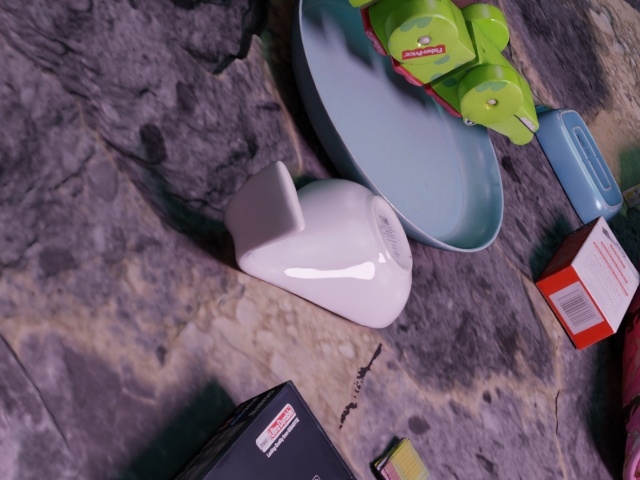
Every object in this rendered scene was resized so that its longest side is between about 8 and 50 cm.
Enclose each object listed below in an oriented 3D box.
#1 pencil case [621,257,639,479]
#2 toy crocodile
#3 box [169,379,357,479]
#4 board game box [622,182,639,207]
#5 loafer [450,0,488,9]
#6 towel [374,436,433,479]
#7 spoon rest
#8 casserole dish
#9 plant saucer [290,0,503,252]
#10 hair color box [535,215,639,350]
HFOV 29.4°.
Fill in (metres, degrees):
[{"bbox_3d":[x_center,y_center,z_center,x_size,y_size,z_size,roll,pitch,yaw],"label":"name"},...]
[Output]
[{"bbox_3d":[0.430,0.142,1.372,0.160,0.167,0.386,25,38,-1],"label":"pencil case"},{"bbox_3d":[0.112,-0.193,1.193,0.340,0.105,0.115,32,40,-46],"label":"toy crocodile"},{"bbox_3d":[-0.033,0.214,0.756,0.175,0.051,0.220,57,31,-6],"label":"box"},{"bbox_3d":[0.502,-0.089,1.744,0.154,0.103,0.026,-17,79,-58],"label":"board game box"},{"bbox_3d":[0.087,-0.425,1.383,0.366,0.134,0.130,60,30,0],"label":"loafer"},{"bbox_3d":[0.075,0.201,0.967,0.083,0.009,0.060,60,30,-3],"label":"towel"},{"bbox_3d":[0.000,0.000,0.977,0.276,0.084,0.137,21,48,-65],"label":"spoon rest"},{"bbox_3d":[0.336,-0.099,1.575,0.114,0.037,0.188,-17,78,-59],"label":"casserole dish"},{"bbox_3d":[0.072,-0.125,1.202,0.317,0.044,0.317,35,40,-36],"label":"plant saucer"},{"bbox_3d":[0.309,0.046,1.399,0.093,0.053,0.167,57,32,-4],"label":"hair color box"}]
